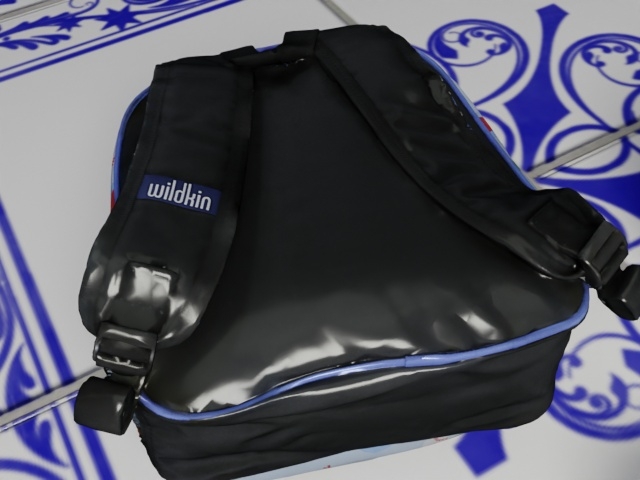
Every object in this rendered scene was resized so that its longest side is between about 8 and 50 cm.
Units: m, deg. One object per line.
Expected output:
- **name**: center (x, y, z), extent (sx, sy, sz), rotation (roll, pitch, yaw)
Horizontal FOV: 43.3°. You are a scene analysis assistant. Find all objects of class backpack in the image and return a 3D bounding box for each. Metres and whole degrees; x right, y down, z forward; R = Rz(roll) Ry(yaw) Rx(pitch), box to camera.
- **backpack**: center (0.000, 0.000, 0.484), extent (0.276, 0.213, 0.263), rotation (-7, 55, -11)
